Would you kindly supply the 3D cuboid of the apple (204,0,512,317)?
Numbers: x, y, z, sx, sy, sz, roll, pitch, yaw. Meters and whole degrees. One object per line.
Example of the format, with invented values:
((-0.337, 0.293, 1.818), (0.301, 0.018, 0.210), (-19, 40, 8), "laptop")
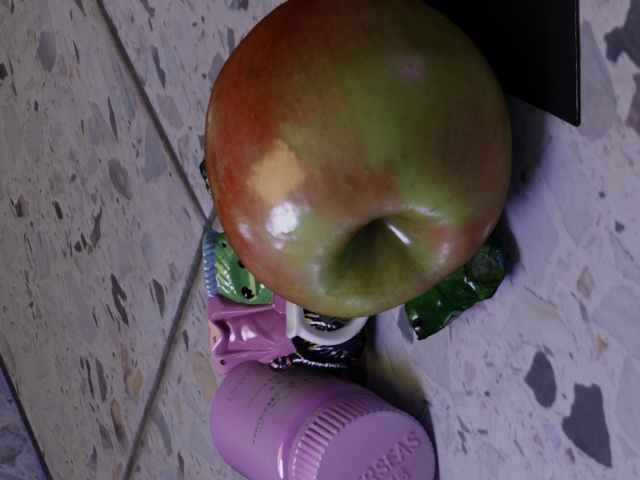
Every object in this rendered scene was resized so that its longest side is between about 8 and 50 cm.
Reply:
((0.032, -0.098, 1.849), (0.319, 0.319, 0.277), (104, 153, -47), "apple")

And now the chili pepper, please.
((0.140, 0.043, 2.001), (0.224, 0.061, 0.098), (139, 126, -67), "chili pepper")

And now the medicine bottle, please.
((-0.001, 0.251, 2.285), (0.290, 0.178, 0.178), (20, 123, 59), "medicine bottle")

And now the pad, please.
((0.168, -0.247, 1.832), (0.300, 0.005, 0.202), (34, 135, 55), "pad")

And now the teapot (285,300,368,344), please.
((0.018, -0.031, 2.086), (0.208, 0.166, 0.300), (1, 87, 55), "teapot")

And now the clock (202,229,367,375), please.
((-0.042, 0.070, 2.263), (0.100, 0.195, 0.194), (-38, -54, -75), "clock")

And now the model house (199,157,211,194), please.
((-0.075, -0.044, 2.353), (0.148, 0.119, 0.149), (14, 124, 62), "model house")

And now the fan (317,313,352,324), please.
((0.000, 0.000, 2.198), (0.009, 0.132, 0.220), (-32, 74, 38), "fan")
